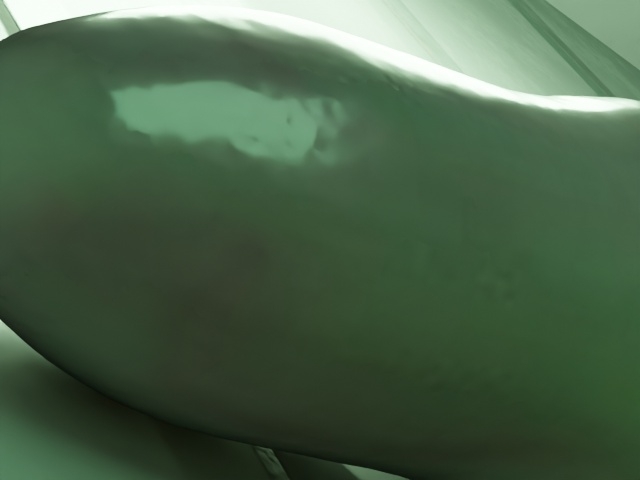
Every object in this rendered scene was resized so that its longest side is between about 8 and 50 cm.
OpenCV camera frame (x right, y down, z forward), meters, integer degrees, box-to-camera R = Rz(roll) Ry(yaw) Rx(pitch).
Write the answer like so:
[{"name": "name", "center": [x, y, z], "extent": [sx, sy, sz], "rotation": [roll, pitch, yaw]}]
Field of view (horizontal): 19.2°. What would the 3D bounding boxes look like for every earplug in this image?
[{"name": "earplug", "center": [0.000, 0.000, 0.619], "extent": [0.301, 0.172, 0.172], "rotation": [17, 28, -46]}]
